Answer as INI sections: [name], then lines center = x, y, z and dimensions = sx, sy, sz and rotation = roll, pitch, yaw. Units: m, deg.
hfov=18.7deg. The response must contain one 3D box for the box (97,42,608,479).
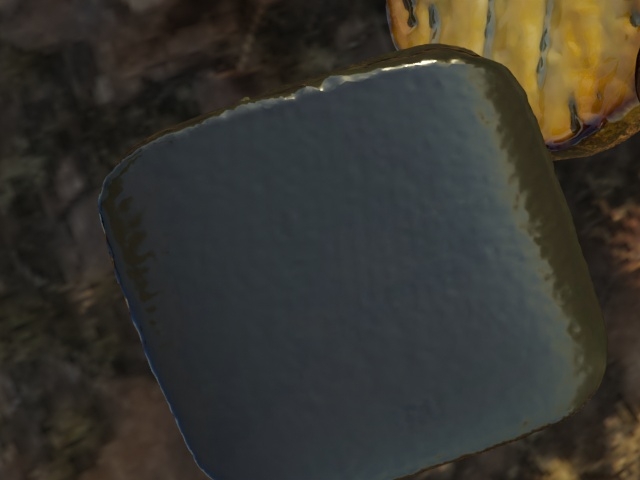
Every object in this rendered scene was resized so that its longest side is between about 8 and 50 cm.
[box]
center = 0.018, 0.019, 0.913
dimensions = 0.042, 0.212, 0.201
rotation = -143, 33, -75

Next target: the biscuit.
[biscuit]
center = 0.189, -0.210, 1.572
dimensions = 0.296, 0.102, 0.296
rotation = -2, 87, 37

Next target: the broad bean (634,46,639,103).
[broad bean]
center = 0.293, -0.152, 1.236
dimensions = 0.122, 0.228, 0.156
rotation = 40, 168, 6
